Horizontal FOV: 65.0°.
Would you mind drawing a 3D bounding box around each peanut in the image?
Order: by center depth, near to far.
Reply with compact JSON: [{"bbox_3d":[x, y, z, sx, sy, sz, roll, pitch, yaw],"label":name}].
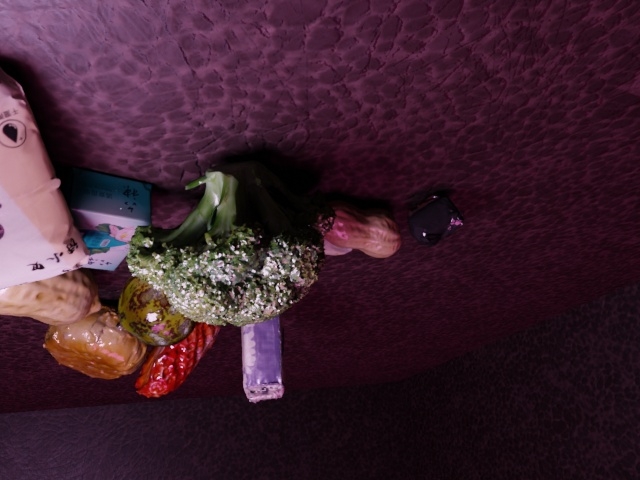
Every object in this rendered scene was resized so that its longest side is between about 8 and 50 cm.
[{"bbox_3d":[-0.640,0.099,1.127,0.192,0.170,0.387,1,159,16],"label":"peanut"},{"bbox_3d":[0.095,-0.032,1.181,0.256,0.124,0.123,17,144,-37],"label":"peanut"}]

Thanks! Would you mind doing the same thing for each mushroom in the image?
[{"bbox_3d":[0.000,0.000,1.270,0.209,0.084,0.071,9,-170,-45],"label":"mushroom"}]

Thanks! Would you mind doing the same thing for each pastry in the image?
[{"bbox_3d":[-0.648,0.282,1.483,0.284,0.184,0.315,31,141,-24],"label":"pastry"}]

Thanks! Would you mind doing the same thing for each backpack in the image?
[{"bbox_3d":[0.269,-0.045,1.224,0.120,0.106,0.165,-31,172,-4],"label":"backpack"}]

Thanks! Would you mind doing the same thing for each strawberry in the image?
[{"bbox_3d":[-0.420,0.337,1.524,0.149,0.336,0.265,39,131,-17],"label":"strawberry"}]

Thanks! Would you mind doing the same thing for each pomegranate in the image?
[{"bbox_3d":[-0.393,0.141,1.299,0.204,0.222,0.277,29,103,-43],"label":"pomegranate"}]

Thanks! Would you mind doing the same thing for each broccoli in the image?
[{"bbox_3d":[-0.147,0.015,0.948,0.413,0.321,0.310,-11,140,-20],"label":"broccoli"}]

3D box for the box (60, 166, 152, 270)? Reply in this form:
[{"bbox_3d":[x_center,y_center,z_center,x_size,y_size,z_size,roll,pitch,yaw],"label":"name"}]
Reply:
[{"bbox_3d":[-0.451,-0.033,1.006,0.153,0.092,0.245,10,148,-35],"label":"box"}]

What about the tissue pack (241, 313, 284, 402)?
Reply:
[{"bbox_3d":[-0.169,0.284,1.473,0.125,0.344,0.242,-3,155,-8],"label":"tissue pack"}]

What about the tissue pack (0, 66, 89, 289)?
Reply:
[{"bbox_3d":[-0.582,-0.055,0.744,0.375,0.195,0.390,-17,138,-17],"label":"tissue pack"}]
